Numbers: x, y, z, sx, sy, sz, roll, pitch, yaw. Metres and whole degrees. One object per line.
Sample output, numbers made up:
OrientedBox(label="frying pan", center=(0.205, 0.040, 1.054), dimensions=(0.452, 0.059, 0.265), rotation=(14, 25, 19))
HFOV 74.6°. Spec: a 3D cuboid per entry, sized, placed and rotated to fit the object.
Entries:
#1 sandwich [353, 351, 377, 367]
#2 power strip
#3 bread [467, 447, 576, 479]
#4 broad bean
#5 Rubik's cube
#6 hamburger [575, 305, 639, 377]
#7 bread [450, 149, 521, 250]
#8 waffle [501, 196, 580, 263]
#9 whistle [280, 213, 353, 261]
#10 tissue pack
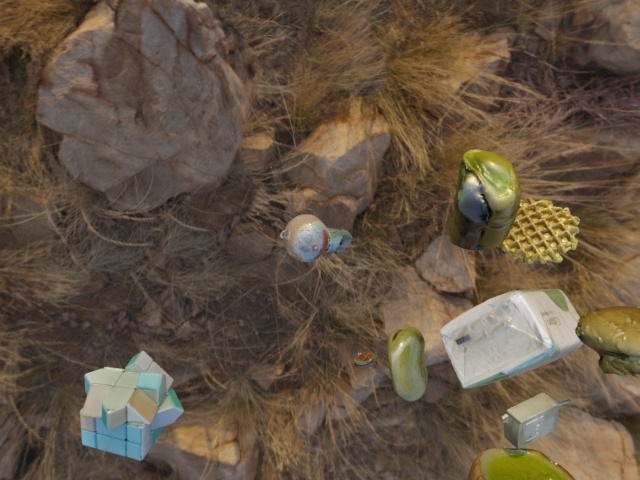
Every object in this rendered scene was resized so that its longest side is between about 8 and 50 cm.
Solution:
OrientedBox(label="sandwich", center=(0.183, 0.488, 1.726), dimensions=(0.101, 0.069, 0.026), rotation=(-8, 132, 17))
OrientedBox(label="power strip", center=(0.451, 0.362, 0.866), dimensions=(0.175, 0.042, 0.075), rotation=(-14, 113, -21))
OrientedBox(label="bread", center=(0.396, 0.489, 0.794), dimensions=(0.236, 0.236, 0.069), rotation=(8, 107, -14))
OrientedBox(label="broad bean", center=(0.319, 0.443, 1.527), dimensions=(0.189, 0.262, 0.121), rotation=(18, 144, -39))
OrientedBox(label="Rubik's cube", center=(-0.512, 0.445, 1.145), dimensions=(0.266, 0.224, 0.212), rotation=(11, 110, 5))
OrientedBox(label="hamburger", center=(0.628, 0.185, 0.756), dimensions=(0.285, 0.134, 0.266), rotation=(-9, 159, 40))
OrientedBox(label="bread", center=(0.534, -0.118, 1.376), dimensions=(0.209, 0.251, 0.376), rotation=(2, 155, 19))
OrientedBox(label="waffle", center=(0.853, -0.044, 1.660), dimensions=(0.329, 0.329, 0.062), rotation=(-36, 135, 8))
OrientedBox(label="whistle", center=(0.000, 0.000, 1.612), dimensions=(0.348, 0.189, 0.189), rotation=(7, 117, -38))
OrientedBox(label="tissue pack", center=(0.536, 0.262, 1.158), dimensions=(0.357, 0.193, 0.266), rotation=(6, 143, -44))
